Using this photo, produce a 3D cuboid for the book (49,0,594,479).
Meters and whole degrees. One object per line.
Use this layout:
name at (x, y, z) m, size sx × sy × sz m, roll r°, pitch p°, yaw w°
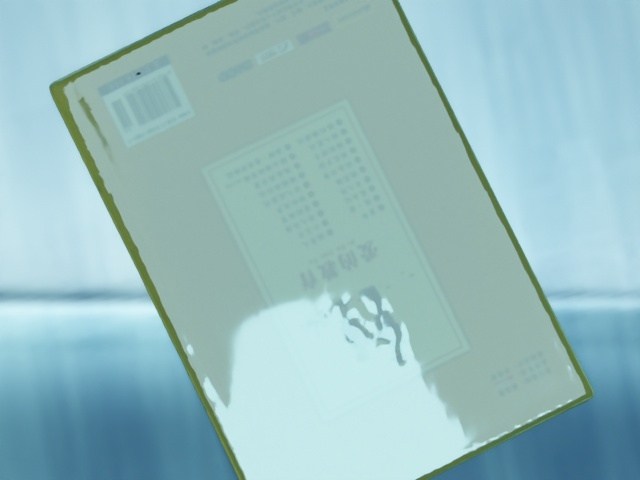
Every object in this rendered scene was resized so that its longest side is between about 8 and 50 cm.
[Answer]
book at (0.000, 0.000, 0.513) m, size 0.118 × 0.012 × 0.172 m, roll -26°, pitch 88°, yaw -2°
